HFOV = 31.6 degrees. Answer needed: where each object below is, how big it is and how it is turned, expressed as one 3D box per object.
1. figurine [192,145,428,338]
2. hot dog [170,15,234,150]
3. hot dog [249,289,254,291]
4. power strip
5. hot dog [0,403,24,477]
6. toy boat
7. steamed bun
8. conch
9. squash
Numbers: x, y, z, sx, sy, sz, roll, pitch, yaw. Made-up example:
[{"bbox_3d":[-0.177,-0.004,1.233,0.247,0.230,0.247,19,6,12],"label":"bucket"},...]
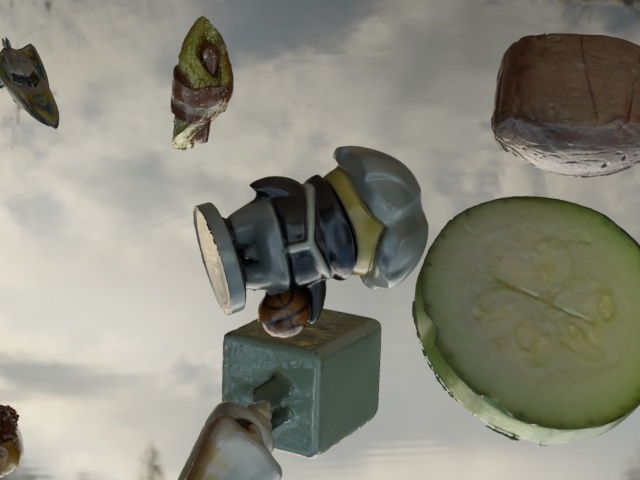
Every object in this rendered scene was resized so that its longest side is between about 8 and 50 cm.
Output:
[{"bbox_3d":[0.000,0.000,1.181,0.236,0.176,0.133,-19,-162,-14],"label":"figurine"},{"bbox_3d":[-0.205,-0.266,2.008,0.093,0.123,0.261,30,134,24],"label":"hot dog"},{"bbox_3d":[-0.142,0.063,1.915,0.056,0.041,0.133,1,159,26],"label":"hot dog"},{"bbox_3d":[-0.037,0.173,1.364,0.140,0.139,0.224,11,-164,29],"label":"power strip"},{"bbox_3d":[-0.455,0.269,1.583,0.102,0.076,0.249,45,170,-9],"label":"hot dog"},{"bbox_3d":[-0.458,-0.239,1.781,0.084,0.210,0.066,-16,140,-31],"label":"toy boat"},{"bbox_3d":[0.268,-0.136,1.192,0.175,0.145,0.106,9,149,3],"label":"steamed bun"},{"bbox_3d":[-0.102,0.219,1.068,0.176,0.094,0.104,-36,-172,-24],"label":"conch"},{"bbox_3d":[0.186,0.063,0.945,0.219,0.219,0.041,2,152,-10],"label":"squash"}]
